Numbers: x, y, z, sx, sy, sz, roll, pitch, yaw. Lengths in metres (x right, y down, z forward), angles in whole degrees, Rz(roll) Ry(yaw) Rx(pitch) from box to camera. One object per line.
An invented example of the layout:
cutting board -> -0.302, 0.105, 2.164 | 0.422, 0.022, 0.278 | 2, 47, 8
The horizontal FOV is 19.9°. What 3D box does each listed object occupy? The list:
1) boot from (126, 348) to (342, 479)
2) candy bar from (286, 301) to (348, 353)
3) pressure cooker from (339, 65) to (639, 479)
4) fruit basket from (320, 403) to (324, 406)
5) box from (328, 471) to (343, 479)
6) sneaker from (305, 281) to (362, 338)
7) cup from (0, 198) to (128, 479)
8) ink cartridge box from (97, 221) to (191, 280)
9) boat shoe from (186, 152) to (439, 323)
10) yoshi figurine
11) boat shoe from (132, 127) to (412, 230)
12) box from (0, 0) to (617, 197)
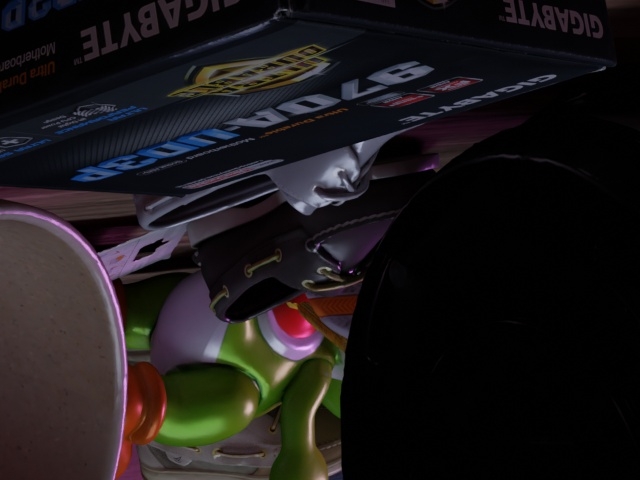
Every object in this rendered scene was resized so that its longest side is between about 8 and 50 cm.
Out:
boot -> -0.069, 0.123, 1.528 | 0.213, 0.165, 0.077 | -6, -153, 15
candy bar -> 0.020, 0.069, 1.240 | 0.040, 0.018, 0.161 | 19, -172, -25
pressure cooker -> 0.263, 0.105, 0.920 | 0.420, 0.375, 0.370 | -7, -146, -29
fruit basket -> -0.079, 0.117, 1.732 | 0.353, 0.165, 0.327 | 8, 173, 5
box -> 0.077, 0.207, 1.680 | 0.159, 0.044, 0.233 | -18, 170, 32
sneaker -> 0.159, 0.012, 1.227 | 0.321, 0.125, 0.180 | 2, 179, 15
cup -> -0.282, 0.109, 0.879 | 0.237, 0.331, 0.331 | 18, -177, 24
ink cartridge box -> -0.200, 0.019, 1.183 | 0.224, 0.056, 0.181 | -25, 176, -14
boat shoe -> 0.000, 0.000, 1.072 | 0.081, 0.069, 0.227 | -8, 174, -34
yoshi figurine -> -0.033, 0.099, 1.417 | 0.362, 0.204, 0.203 | -7, -171, -23
boat shoe -> -0.008, -0.042, 0.781 | 0.184, 0.063, 0.066 | -11, 172, 23
box -> -0.037, -0.064, 0.637 | 0.220, 0.051, 0.175 | -14, 170, 39
